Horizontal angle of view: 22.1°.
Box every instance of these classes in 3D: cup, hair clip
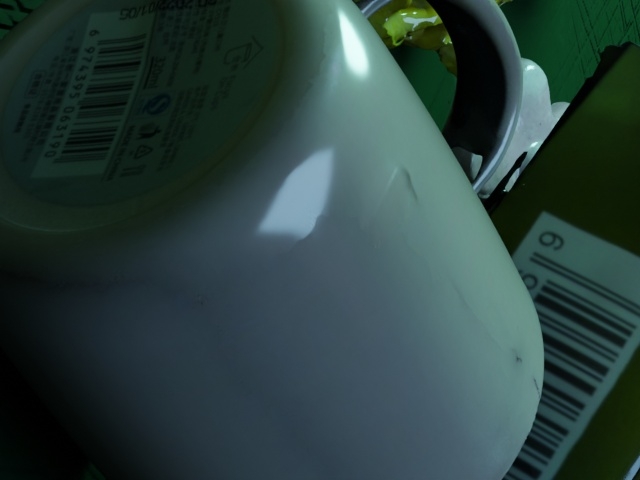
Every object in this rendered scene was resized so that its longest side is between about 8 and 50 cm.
[{"bbox_3d":[-0.013,-0.016,0.646,0.253,0.191,0.200,-49,138,-17],"label":"cup"},{"bbox_3d":[0.147,0.004,1.074,0.146,0.075,0.257,-44,133,-27],"label":"hair clip"}]

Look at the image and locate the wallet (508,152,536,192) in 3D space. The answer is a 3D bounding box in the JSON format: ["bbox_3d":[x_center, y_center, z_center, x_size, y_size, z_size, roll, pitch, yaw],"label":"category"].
[{"bbox_3d":[0.108,0.078,0.983,0.229,0.049,0.182,-50,135,-17],"label":"wallet"}]

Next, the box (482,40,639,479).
[{"bbox_3d":[0.124,0.163,0.867,0.373,0.138,0.420,-52,151,-16],"label":"box"}]

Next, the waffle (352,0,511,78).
[{"bbox_3d":[0.078,-0.231,0.860,0.291,0.051,0.291,-30,131,-43],"label":"waffle"}]
